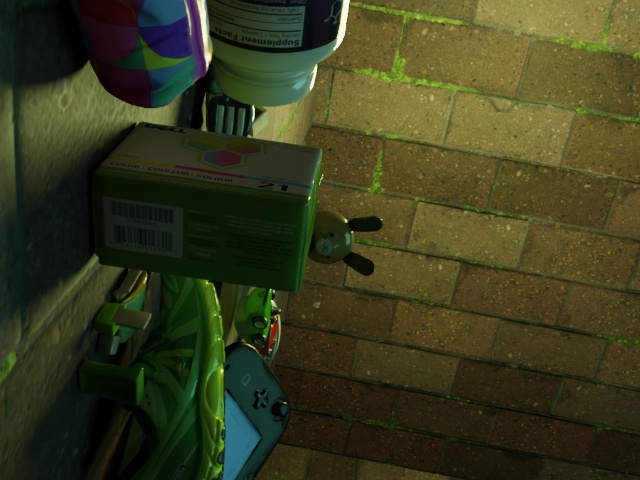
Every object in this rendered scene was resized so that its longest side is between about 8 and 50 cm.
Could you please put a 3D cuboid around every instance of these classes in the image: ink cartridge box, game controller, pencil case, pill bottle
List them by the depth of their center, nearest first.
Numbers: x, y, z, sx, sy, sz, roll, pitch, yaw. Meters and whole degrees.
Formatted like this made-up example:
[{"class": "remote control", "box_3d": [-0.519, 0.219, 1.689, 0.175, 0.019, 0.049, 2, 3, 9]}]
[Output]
[{"class": "pencil case", "box_3d": [-0.124, -0.193, 0.458, 0.236, 0.105, 0.104, 99, 2, -63]}, {"class": "ink cartridge box", "box_3d": [-0.094, -0.066, 0.710, 0.255, 0.189, 0.097, -79, 177, -59]}, {"class": "pill bottle", "box_3d": [-0.050, -0.309, 0.731, 0.322, 0.182, 0.181, 99, 3, -47]}, {"class": "game controller", "box_3d": [-0.151, 0.278, 0.847, 0.319, 0.067, 0.166, -53, 137, -36]}, {"class": "ink cartridge box", "box_3d": [-0.214, 0.284, 0.934, 0.150, 0.063, 0.109, 93, 7, -77]}]

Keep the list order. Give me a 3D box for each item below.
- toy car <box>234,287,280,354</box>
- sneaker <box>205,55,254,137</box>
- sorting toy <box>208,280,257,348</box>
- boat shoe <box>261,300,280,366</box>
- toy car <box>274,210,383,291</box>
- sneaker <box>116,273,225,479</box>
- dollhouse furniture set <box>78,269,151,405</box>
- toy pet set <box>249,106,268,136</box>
[{"class": "toy car", "box_3d": [-0.101, 0.144, 1.021, 0.225, 0.053, 0.239, 98, 3, -46]}, {"class": "sneaker", "box_3d": [-0.123, -0.244, 0.928, 0.098, 0.083, 0.223, -145, -114, -66]}, {"class": "sorting toy", "box_3d": [-0.151, 0.042, 1.107, 0.255, 0.090, 0.257, 48, 53, -87]}, {"class": "boat shoe", "box_3d": [-0.161, 0.245, 1.314, 0.096, 0.117, 0.324, -73, -174, -60]}, {"class": "toy car", "box_3d": [0.000, 0.000, 1.114, 0.149, 0.189, 0.155, -75, 175, -67]}, {"class": "sneaker", "box_3d": [-0.169, 0.142, 0.774, 0.109, 0.124, 0.295, 111, -24, -61]}, {"class": "dollhouse furniture set", "box_3d": [-0.188, 0.093, 0.710, 0.151, 0.059, 0.076, -76, 177, -56]}, {"class": "toy pet set", "box_3d": [-0.113, -0.225, 1.081, 0.122, 0.065, 0.114, -49, 165, -23]}]
